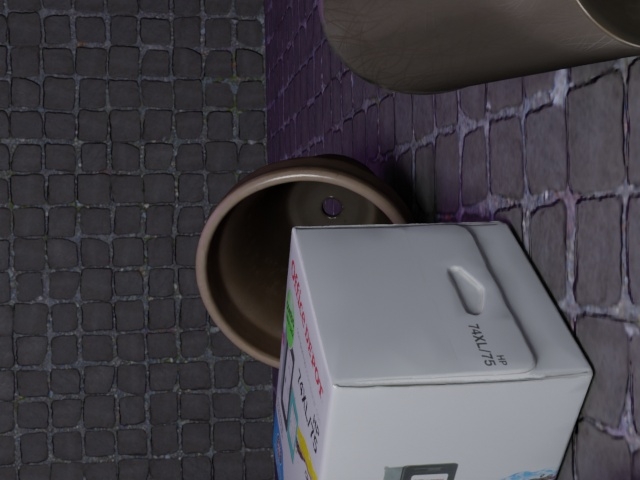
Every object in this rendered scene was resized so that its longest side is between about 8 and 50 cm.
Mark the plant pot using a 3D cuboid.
[{"bbox_3d":[0.000,0.000,1.141,0.229,0.263,0.263,-72,-14,-66],"label":"plant pot"}]

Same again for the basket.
[{"bbox_3d":[0.129,-0.171,0.550,0.154,0.204,0.227,68,164,-15],"label":"basket"}]

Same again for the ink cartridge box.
[{"bbox_3d":[0.074,0.147,0.784,0.198,0.197,0.270,-106,18,-53],"label":"ink cartridge box"}]
